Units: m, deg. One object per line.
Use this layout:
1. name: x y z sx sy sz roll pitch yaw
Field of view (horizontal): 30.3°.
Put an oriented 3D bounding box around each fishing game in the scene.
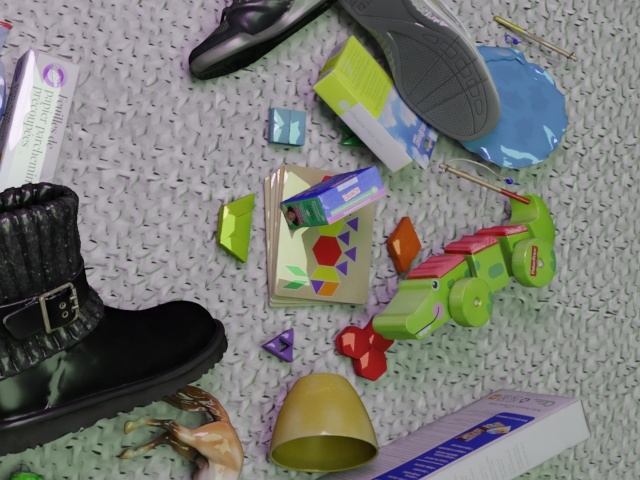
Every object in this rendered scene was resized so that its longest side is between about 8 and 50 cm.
1. fishing game: 0.252 -0.183 1.641 0.189 0.041 0.264 21 68 -8

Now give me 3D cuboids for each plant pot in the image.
1. plant pot: 0.003 0.221 1.465 0.134 0.134 0.095 15 56 -25

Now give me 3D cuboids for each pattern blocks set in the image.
1. pattern blocks set: 0.000 0.000 1.520 0.286 0.026 0.324 16 80 -25

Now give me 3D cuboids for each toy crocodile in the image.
1. toy crocodile: 0.198 0.039 1.552 0.341 0.115 0.105 -28 105 -35

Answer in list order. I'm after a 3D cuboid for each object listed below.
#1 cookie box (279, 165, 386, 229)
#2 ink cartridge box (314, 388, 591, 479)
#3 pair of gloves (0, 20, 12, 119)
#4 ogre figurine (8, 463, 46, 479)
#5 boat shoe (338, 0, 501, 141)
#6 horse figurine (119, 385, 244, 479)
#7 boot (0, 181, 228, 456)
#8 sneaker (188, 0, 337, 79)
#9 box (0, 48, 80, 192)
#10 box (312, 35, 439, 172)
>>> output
1. cookie box: 0.014 -0.051 1.454 0.092 0.107 0.040 -28 99 -25
2. ink cartridge box: 0.145 0.286 1.492 0.371 0.176 0.069 -19 96 -26
3. pair of gloves: -0.442 -0.199 1.313 0.198 0.023 0.159 18 78 -25
4. ogre figurine: -0.335 0.336 1.293 0.197 0.097 0.118 -43 107 -23
5. boat shoe: 0.128 -0.273 1.549 0.320 0.118 0.103 48 31 -8
6. horse figurine: -0.151 0.288 1.407 0.175 0.066 0.263 -1 90 -21
7. boot: -0.255 0.057 1.275 0.348 0.131 0.260 -21 107 -44
8. sneaker: -0.091 -0.297 1.464 0.227 0.087 0.130 -39 86 -11
9. box: -0.343 -0.050 1.330 0.063 0.067 0.323 16 81 -26
10. box: 0.075 -0.170 1.533 0.178 0.042 0.109 46 36 -17
